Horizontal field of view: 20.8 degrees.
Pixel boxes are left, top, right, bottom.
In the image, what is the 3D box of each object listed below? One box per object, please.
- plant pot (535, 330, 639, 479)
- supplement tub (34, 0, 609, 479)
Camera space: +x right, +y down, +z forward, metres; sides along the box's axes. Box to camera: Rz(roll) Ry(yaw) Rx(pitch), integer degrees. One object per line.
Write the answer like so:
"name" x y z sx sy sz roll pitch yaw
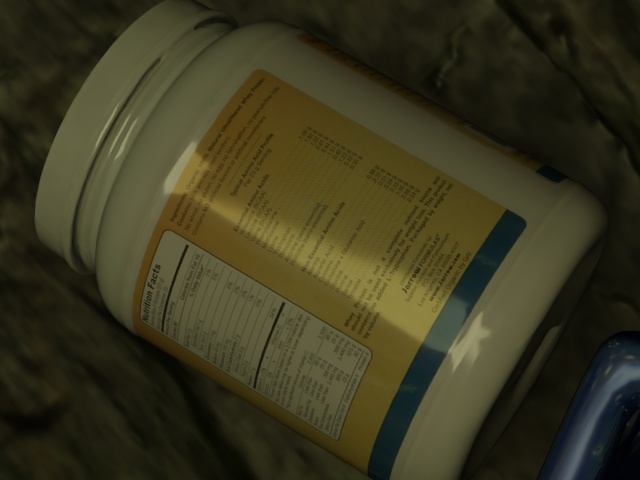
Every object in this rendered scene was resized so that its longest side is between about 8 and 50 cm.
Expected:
"plant pot" 0.180 0.166 0.632 0.236 0.212 0.236 23 100 14
"supplement tub" 0.000 0.000 0.710 0.199 0.144 0.144 30 101 13
